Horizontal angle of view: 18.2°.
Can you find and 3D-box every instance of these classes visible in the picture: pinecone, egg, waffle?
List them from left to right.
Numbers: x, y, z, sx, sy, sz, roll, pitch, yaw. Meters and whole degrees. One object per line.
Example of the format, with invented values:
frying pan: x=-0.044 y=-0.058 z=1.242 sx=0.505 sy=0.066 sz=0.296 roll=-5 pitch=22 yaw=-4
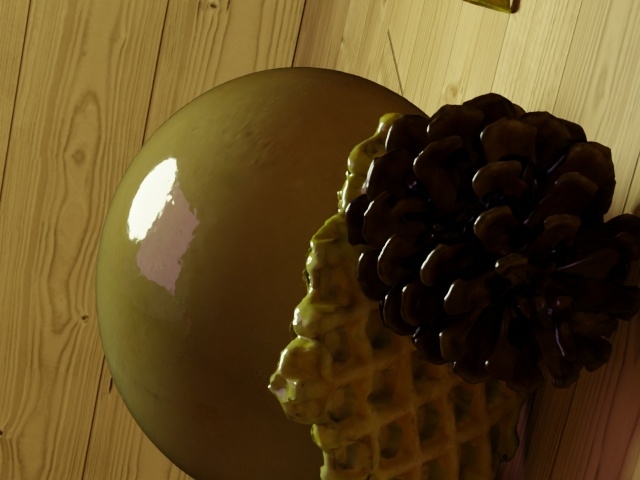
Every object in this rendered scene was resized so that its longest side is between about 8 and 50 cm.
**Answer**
egg: x=-0.018 y=0.040 z=1.494 sx=0.374 sy=0.301 sz=0.301 roll=98 pitch=178 yaw=-59
waffle: x=0.062 y=0.057 z=1.246 sx=0.254 sy=0.052 sz=0.245 roll=48 pitch=-123 yaw=-42
pinecone: x=0.107 y=0.010 z=1.106 sx=0.165 sy=0.163 sz=0.163 roll=-128 pitch=45 yaw=-55

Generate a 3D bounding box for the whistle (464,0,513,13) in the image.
whistle: x=0.155 y=-0.240 z=1.636 sx=0.046 sy=0.057 sz=0.109 roll=18 pitch=89 yaw=39
